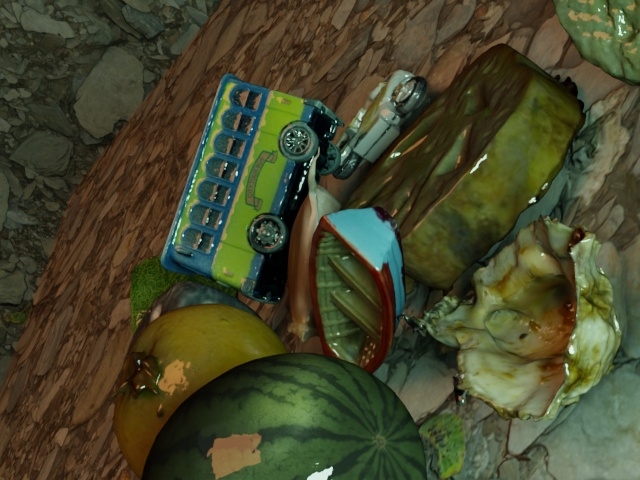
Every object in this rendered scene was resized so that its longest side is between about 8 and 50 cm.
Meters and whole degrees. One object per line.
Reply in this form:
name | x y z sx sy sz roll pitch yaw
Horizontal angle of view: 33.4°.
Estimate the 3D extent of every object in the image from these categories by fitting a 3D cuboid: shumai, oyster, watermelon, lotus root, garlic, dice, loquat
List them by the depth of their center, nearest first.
oyster | 0.183 0.085 1.059 0.198 0.133 0.337 -61 16 -12
shumai | 0.382 -0.286 1.125 0.222 0.203 0.272 -41 64 43
watermelon | -0.048 0.268 1.141 0.359 0.279 0.279 -38 31 50
lotus root | 0.166 -0.092 1.329 0.390 0.111 0.375 -30 24 58
loquat | -0.154 0.218 1.447 0.275 0.275 0.275 -47 26 31
garlic | -0.001 -0.005 1.503 0.148 0.128 0.267 -159 63 -67
dice | -0.198 0.187 1.694 0.181 0.182 0.183 -34 33 51

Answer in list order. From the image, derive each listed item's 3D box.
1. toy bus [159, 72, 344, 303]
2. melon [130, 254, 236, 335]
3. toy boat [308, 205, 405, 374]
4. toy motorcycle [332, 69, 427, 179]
toy bus | -0.100 -0.075 1.625 0.152 0.190 0.312 22 -94 -73
melon | -0.245 0.169 1.915 0.124 0.196 0.323 92 175 -46
toy boat | 0.046 0.076 1.238 0.079 0.136 0.392 -39 -20 -16
toy motorcycle | 0.092 -0.195 1.683 0.229 0.074 0.151 -47 23 34
